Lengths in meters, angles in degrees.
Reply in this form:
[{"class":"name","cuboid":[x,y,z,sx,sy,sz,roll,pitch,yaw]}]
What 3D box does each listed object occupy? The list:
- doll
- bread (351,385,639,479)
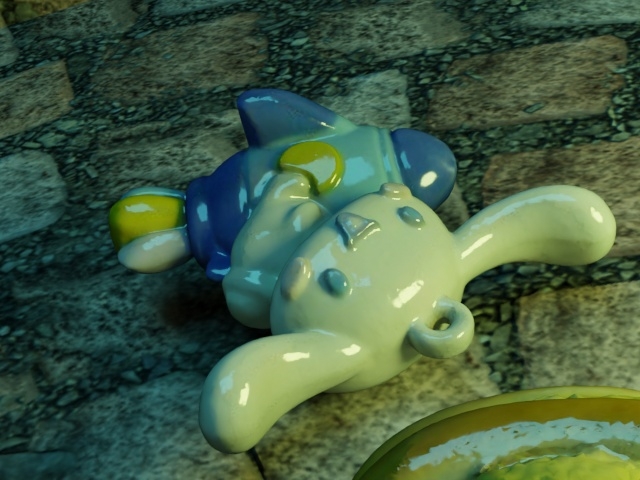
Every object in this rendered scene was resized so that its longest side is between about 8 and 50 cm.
[{"class":"doll","cuboid":[0.001,-0.008,1.141,0.376,0.187,0.365,-11,33,-33]},{"class":"bread","cuboid":[0.143,0.189,0.741,0.316,0.211,0.270,0,32,17]}]
